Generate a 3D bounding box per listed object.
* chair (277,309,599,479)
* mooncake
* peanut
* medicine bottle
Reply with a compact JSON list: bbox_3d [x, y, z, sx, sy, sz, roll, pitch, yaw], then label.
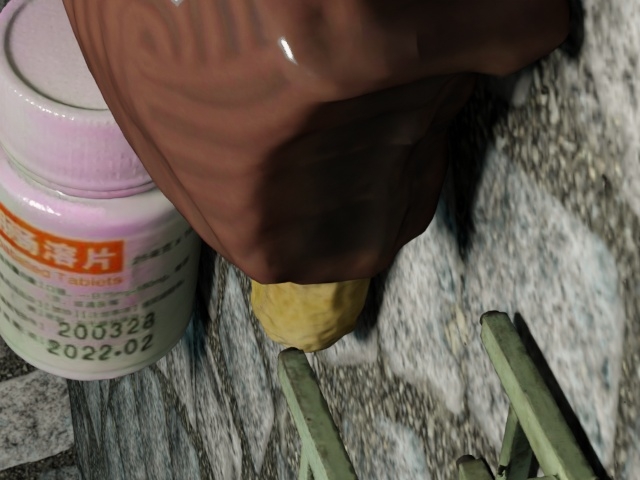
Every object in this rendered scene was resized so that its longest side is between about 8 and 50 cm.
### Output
[{"bbox_3d":[0.074,0.179,0.784,0.270,0.136,0.147,-116,23,-45],"label":"chair"},{"bbox_3d":[-0.022,-0.130,0.832,0.326,0.174,0.333,7,115,61],"label":"mooncake"},{"bbox_3d":[0.000,0.000,1.058,0.214,0.099,0.099,95,160,-55],"label":"peanut"},{"bbox_3d":[-0.216,-0.053,1.532,0.388,0.219,0.219,103,154,-51],"label":"medicine bottle"}]
